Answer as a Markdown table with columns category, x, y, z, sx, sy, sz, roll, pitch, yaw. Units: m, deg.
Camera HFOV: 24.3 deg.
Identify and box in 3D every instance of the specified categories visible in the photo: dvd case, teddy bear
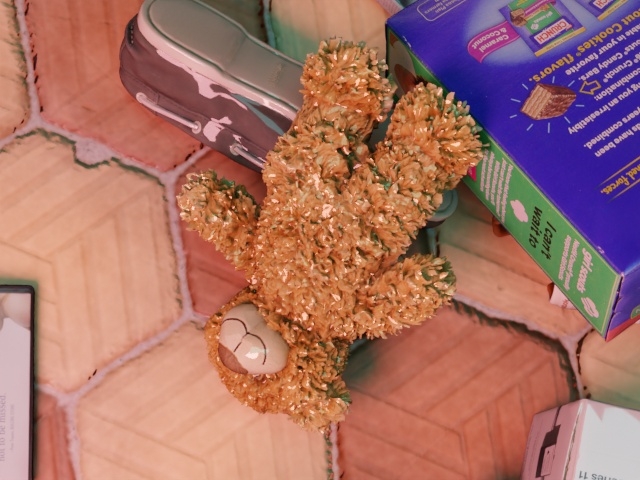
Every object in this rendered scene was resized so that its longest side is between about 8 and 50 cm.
| category | x | y | z | sx | sy | sz | roll | pitch | yaw |
| --- | --- | --- | --- | --- | --- | --- | --- | --- | --- |
| dvd case | -0.376 | 0.125 | 1.284 | 0.253 | 0.022 | 0.180 | 2 | 81 | -17 |
| teddy bear | 0.000 | 0.000 | 1.238 | 0.245 | 0.113 | 0.338 | 45 | 109 | 1 |

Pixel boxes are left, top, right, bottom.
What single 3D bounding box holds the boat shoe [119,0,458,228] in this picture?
| category | x | y | z | sx | sy | sz | roll | pitch | yaw |
| --- | --- | --- | --- | --- | --- | --- | --- | --- | --- |
| boat shoe | -0.032 | -0.102 | 1.344 | 0.335 | 0.095 | 0.112 | 33 | 45 | -1 |

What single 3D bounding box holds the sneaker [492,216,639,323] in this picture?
| category | x | y | z | sx | sy | sz | roll | pitch | yaw |
| --- | --- | --- | --- | --- | --- | --- | --- | --- | --- |
| sneaker | 0.276 | 0.044 | 1.316 | 0.290 | 0.106 | 0.123 | 39 | 74 | 15 |

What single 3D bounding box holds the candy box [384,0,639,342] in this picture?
| category | x | y | z | sx | sy | sz | roll | pitch | yaw |
| --- | --- | --- | --- | --- | --- | --- | --- | --- | --- |
| candy box | 0.251 | -0.119 | 1.264 | 0.268 | 0.122 | 0.317 | -32 | 61 | -13 |

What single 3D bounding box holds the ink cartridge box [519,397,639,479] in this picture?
| category | x | y | z | sx | sy | sz | roll | pitch | yaw |
| --- | --- | --- | --- | --- | --- | --- | --- | --- | --- |
| ink cartridge box | 0.260 | 0.194 | 1.237 | 0.153 | 0.208 | 0.087 | 13 | 80 | -1 |

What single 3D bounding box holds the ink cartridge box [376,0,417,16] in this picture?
| category | x | y | z | sx | sy | sz | roll | pitch | yaw |
| --- | --- | --- | --- | --- | --- | --- | --- | --- | --- |
| ink cartridge box | 0.142 | -0.291 | 1.394 | 0.224 | 0.045 | 0.223 | 45 | 81 | 4 |
